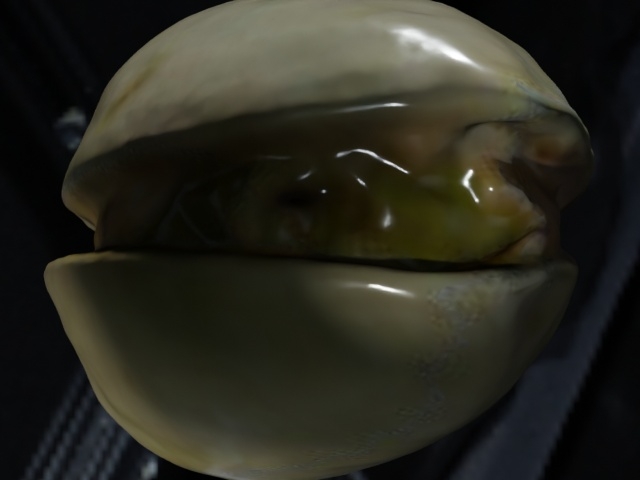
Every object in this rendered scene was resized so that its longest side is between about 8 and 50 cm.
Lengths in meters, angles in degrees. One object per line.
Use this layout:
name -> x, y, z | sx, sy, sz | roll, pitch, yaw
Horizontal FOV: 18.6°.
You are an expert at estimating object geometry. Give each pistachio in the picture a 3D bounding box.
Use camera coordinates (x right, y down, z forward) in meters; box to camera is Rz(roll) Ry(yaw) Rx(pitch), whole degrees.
pistachio -> 0.000, 0.000, 0.475 | 0.124, 0.185, 0.124 | 2, -93, -28
